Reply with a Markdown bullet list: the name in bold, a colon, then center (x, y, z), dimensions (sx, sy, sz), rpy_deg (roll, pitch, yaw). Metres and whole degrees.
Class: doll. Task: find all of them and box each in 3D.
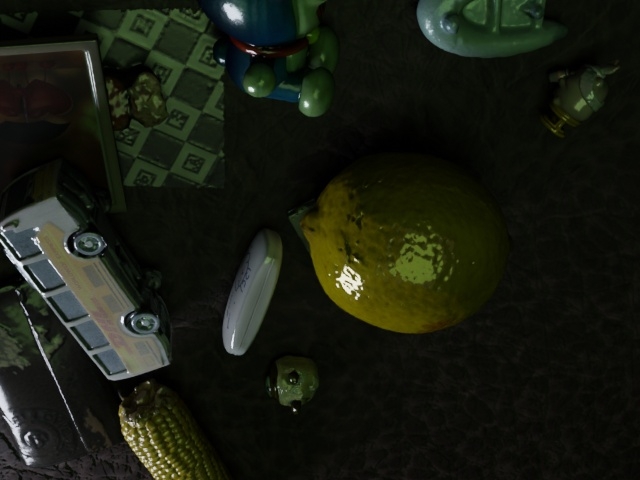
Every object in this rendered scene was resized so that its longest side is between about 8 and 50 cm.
- **doll**: center (0.347, -0.207, 1.730), dimensions (0.084, 0.073, 0.127), rpy_deg (43, 111, 5)
- **doll**: center (-0.061, -0.299, 1.530), dimensions (0.186, 0.198, 0.322), rpy_deg (3, 130, 3)

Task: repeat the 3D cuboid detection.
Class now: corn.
- **corn**: center (-0.207, 0.337, 1.937), dimensions (0.106, 0.106, 0.305), rpy_deg (-24, 124, 5)

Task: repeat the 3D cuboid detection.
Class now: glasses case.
- **glasses case**: center (-0.098, 0.074, 1.812), dimensions (0.049, 0.076, 0.197), rpy_deg (12, 118, -18)

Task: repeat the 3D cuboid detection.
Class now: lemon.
- **lemon**: center (0.117, 0.002, 1.709), dimensions (0.267, 0.267, 0.267), rpy_deg (-4, 121, -7)

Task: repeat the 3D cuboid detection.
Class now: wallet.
- **wallet**: center (-0.405, 0.191, 1.848), dimensions (0.170, 0.044, 0.321), rpy_deg (-15, 121, 2)

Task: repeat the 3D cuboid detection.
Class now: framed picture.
- **framed picture**: center (-0.370, -0.136, 1.628), dimensions (0.211, 0.020, 0.289), rpy_deg (-4, 136, -3)

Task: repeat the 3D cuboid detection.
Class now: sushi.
- **sushi**: center (-0.263, -0.171, 1.653), dimensions (0.290, 0.050, 0.264), rpy_deg (-1, 121, -10)

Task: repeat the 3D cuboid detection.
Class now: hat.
- **hat**: center (-0.040, 0.216, 1.919), dimensions (0.076, 0.059, 0.077), rpy_deg (9, 114, -20)

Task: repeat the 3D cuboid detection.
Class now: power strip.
- **power strip**: center (0.000, 0.000, 1.818), dimensions (0.051, 0.019, 0.136), rpy_deg (-28, 121, 6)

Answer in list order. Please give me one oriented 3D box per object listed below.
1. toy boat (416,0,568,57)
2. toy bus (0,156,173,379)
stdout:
- **toy boat**: center (0.228, -0.296, 1.648), dimensions (0.208, 0.079, 0.134), rpy_deg (-3, 125, -10)
- **toy bus**: center (-0.309, 0.045, 1.727), dimensions (0.138, 0.097, 0.342), rpy_deg (-19, 131, 13)
